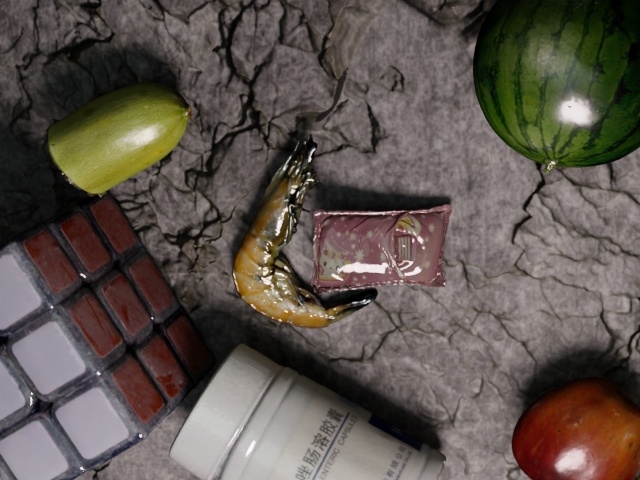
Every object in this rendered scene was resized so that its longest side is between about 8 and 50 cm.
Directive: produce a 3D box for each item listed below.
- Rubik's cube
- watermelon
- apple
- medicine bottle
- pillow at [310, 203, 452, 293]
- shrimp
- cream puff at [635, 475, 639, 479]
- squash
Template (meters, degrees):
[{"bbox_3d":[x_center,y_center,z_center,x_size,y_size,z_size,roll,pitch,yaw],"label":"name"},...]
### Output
[{"bbox_3d":[-0.371,0.154,1.915,0.301,0.305,0.304,-30,93,19],"label":"Rubik's cube"},{"bbox_3d":[0.298,-0.203,1.687,0.242,0.242,0.242,4,105,14],"label":"watermelon"},{"bbox_3d":[0.335,0.251,1.843,0.156,0.147,0.158,43,111,24],"label":"apple"},{"bbox_3d":[-0.018,0.289,1.917,0.332,0.190,0.190,28,109,6],"label":"medicine bottle"},{"bbox_3d":[0.079,0.010,1.884,0.185,0.043,0.118,0,102,-1],"label":"pillow"},{"bbox_3d":[0.000,0.000,1.921,0.198,0.051,0.262,22,108,0],"label":"shrimp"},{"bbox_3d":[0.479,0.328,1.832,0.156,0.156,0.121,39,141,3],"label":"cream puff"},{"bbox_3d":[-0.255,-0.143,1.908,0.186,0.123,0.123,-25,97,20],"label":"squash"}]
